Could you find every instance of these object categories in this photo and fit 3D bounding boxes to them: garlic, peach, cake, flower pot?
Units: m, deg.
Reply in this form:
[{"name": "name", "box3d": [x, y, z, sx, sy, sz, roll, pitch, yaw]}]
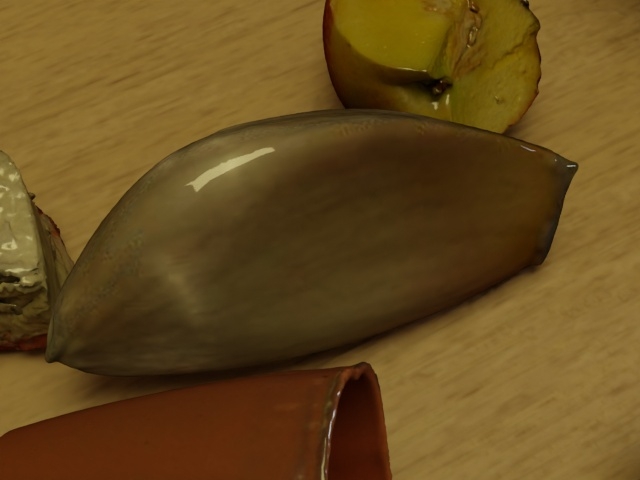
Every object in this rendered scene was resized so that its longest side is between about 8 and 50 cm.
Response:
[{"name": "garlic", "box3d": [-0.002, -0.008, 0.652, 0.318, 0.143, 0.112, -10, 27, -12]}, {"name": "peach", "box3d": [0.059, -0.123, 0.739, 0.151, 0.118, 0.151, 7, 76, -33]}, {"name": "cake", "box3d": [-0.258, 0.009, 0.663, 0.220, 0.086, 0.116, -6, 58, -5]}, {"name": "flower pot", "box3d": [-0.062, 0.147, 0.530, 0.173, 0.190, 0.190, -1, 56, 10]}]
